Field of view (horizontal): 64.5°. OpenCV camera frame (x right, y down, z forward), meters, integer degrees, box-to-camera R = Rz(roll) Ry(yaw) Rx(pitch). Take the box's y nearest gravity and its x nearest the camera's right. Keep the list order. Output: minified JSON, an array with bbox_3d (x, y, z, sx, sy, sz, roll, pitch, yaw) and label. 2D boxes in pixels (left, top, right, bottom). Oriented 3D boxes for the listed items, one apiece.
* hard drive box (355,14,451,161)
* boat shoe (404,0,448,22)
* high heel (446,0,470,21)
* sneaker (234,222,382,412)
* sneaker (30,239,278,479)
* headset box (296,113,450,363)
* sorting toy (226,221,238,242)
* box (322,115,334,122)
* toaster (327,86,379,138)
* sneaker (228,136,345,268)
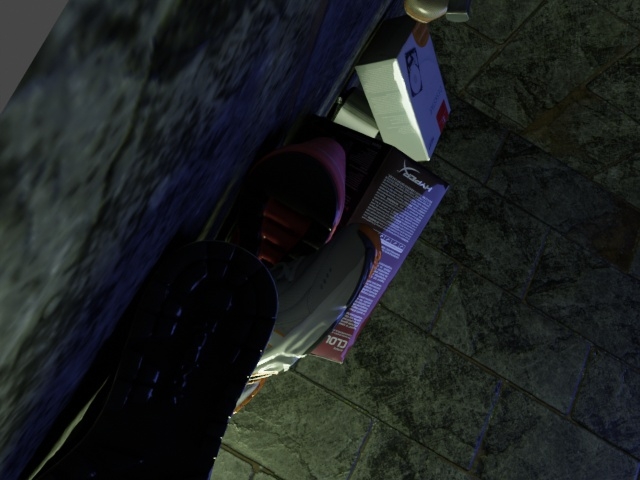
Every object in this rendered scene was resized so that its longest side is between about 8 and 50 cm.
[{"bbox_3d":[0.175,-0.305,1.028,0.089,0.232,0.181,2,-131,33],"label":"hard drive box"},{"bbox_3d":[0.236,-0.503,0.920,0.324,0.123,0.116,-59,-175,-20],"label":"boat shoe"},{"bbox_3d":[0.208,-0.450,0.710,0.261,0.093,0.186,-1,99,-79],"label":"high heel"},{"bbox_3d":[-0.061,0.059,0.454,0.262,0.121,0.099,-44,178,26],"label":"sneaker"},{"bbox_3d":[-0.120,0.136,0.357,0.283,0.107,0.124,-60,-171,-10],"label":"sneaker"},{"bbox_3d":[0.000,0.000,0.680,0.293,0.110,0.218,-60,-147,7],"label":"headset box"},{"bbox_3d":[-0.079,-0.016,0.639,0.061,0.042,0.102,-58,-177,17],"label":"sorting toy"},{"bbox_3d":[0.008,-0.176,0.937,0.052,0.062,0.083,-59,-177,-24],"label":"box"},{"bbox_3d":[0.059,-0.237,1.124,0.168,0.110,0.186,-58,-177,28],"label":"toaster"},{"bbox_3d":[-0.050,0.023,0.563,0.314,0.115,0.136,-57,180,31],"label":"sneaker"}]
